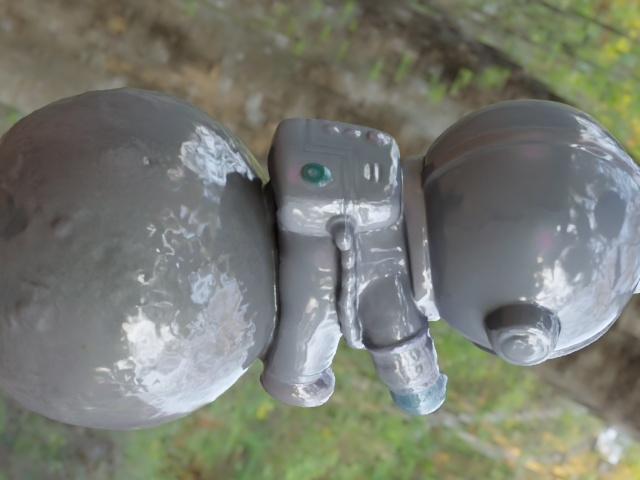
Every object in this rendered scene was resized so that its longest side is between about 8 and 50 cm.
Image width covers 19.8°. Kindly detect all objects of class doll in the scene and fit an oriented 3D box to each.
[{"bbox_3d":[0.000,0.000,0.752,0.151,0.287,0.150,-5,90,-85],"label":"doll"}]
